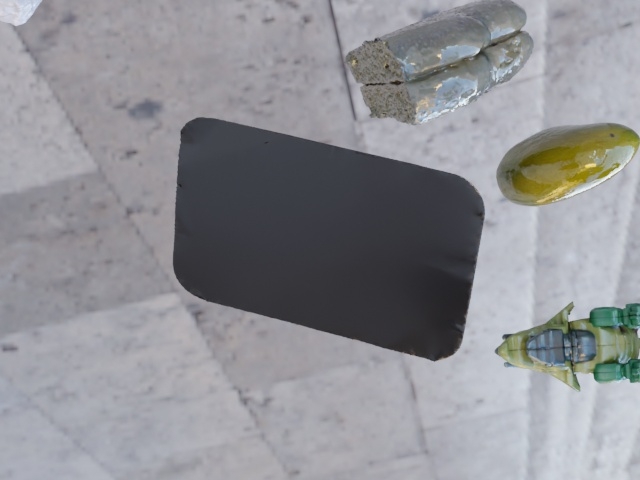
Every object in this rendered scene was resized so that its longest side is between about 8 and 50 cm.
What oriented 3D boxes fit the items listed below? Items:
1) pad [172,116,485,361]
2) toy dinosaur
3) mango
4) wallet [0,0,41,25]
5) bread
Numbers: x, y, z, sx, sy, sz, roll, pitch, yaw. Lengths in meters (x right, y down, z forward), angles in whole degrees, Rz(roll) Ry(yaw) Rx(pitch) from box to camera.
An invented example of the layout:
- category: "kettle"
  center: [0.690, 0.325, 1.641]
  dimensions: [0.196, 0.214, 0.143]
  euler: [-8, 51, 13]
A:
- category: "pad"
  center: [0.000, 0.000, 1.139]
  dimensions: [0.267, 0.004, 0.181]
  euler: [15, 121, 15]
- category: "toy dinosaur"
  center: [0.308, 0.111, 1.427]
  dimensions: [0.153, 0.094, 0.259]
  euler: [-5, 174, 43]
- category: "mango"
  center: [0.281, -0.092, 1.599]
  dimensions: [0.122, 0.085, 0.191]
  euler: [-23, -179, -27]
- category: "wallet"
  center: [-0.201, -0.227, 0.926]
  dimensions: [0.095, 0.190, 0.033]
  euler: [25, 150, 4]
- category: "bread"
  center: [0.138, -0.204, 1.526]
  dimensions: [0.183, 0.102, 0.337]
  euler: [-20, -171, -5]
